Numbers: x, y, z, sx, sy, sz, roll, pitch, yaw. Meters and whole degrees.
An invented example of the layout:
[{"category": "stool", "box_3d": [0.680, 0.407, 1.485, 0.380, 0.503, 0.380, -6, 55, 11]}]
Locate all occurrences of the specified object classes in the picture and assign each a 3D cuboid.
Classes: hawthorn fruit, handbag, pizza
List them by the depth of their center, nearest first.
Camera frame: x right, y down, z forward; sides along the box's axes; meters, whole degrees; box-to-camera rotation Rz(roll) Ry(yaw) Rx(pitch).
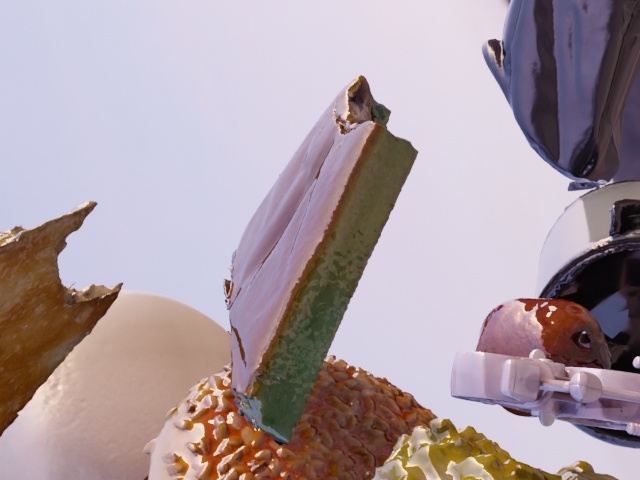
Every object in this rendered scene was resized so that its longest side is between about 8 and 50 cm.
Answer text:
[{"category": "hawthorn fruit", "box_3d": [0.148, 0.074, 1.137, 0.081, 0.093, 0.081, 4, -96, -38]}, {"category": "pizza", "box_3d": [-0.249, 0.066, 1.233, 0.034, 0.262, 0.181, 31, 161, 46]}, {"category": "handbag", "box_3d": [0.280, -0.197, 2.047, 0.302, 0.177, 0.275, -11, -61, -76]}]

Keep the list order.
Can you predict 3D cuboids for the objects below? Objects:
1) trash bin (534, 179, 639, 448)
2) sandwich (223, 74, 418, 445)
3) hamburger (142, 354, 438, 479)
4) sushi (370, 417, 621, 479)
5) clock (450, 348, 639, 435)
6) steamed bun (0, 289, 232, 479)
[{"category": "trash bin", "box_3d": [0.326, 0.070, 1.808, 0.262, 0.217, 0.277, -57, -30, -73]}, {"category": "sandwich", "box_3d": [0.000, 0.000, 1.364, 0.063, 0.212, 0.245, 24, -150, -18]}, {"category": "hamburger", "box_3d": [-0.011, 0.264, 1.496, 0.330, 0.330, 0.250, -91, 18, -46]}, {"category": "sushi", "box_3d": [0.152, 0.319, 1.173, 0.396, 0.351, 0.240, 34, 180, -32]}, {"category": "clock", "box_3d": [0.132, 0.078, 0.921, 0.129, 0.087, 0.041, 12, -99, -26]}, {"category": "steamed bun", "box_3d": [-0.203, 0.189, 1.761, 0.324, 0.324, 0.206, -92, 13, -44]}]
